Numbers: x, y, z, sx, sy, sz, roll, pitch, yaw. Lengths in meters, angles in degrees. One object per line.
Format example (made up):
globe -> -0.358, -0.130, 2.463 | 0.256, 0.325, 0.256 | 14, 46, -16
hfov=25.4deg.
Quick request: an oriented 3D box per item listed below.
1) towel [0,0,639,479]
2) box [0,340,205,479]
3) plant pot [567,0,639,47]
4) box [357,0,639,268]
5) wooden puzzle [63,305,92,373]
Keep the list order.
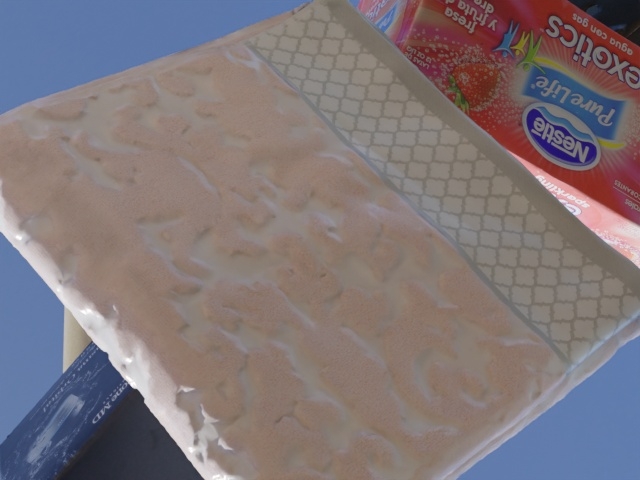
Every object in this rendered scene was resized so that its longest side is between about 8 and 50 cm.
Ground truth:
towel -> 0.000, 0.000, 0.863 | 0.317, 0.053, 0.332 | -29, -114, -34
box -> -0.134, 0.137, 0.971 | 0.093, 0.158, 0.156 | 41, -91, -20
plant pot -> 0.333, -0.202, 1.454 | 0.188, 0.187, 0.167 | -40, -49, -7
box -> 0.164, -0.094, 1.140 | 0.300, 0.154, 0.142 | 29, -111, -18
wooden puzzle -> -0.080, 0.097, 1.119 | 0.239, 0.044, 0.220 | 1, -86, -19
